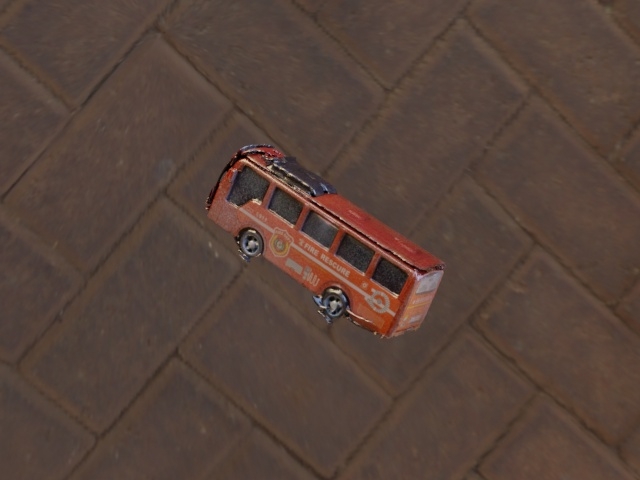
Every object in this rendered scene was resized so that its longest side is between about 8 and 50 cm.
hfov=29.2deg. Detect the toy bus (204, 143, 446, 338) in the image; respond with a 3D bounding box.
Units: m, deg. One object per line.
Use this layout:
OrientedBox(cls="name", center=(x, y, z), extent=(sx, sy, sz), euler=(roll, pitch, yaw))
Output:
OrientedBox(cls="toy bus", center=(0.000, 0.000, 1.120), extent=(0.235, 0.073, 0.096), euler=(36, 113, 24))
